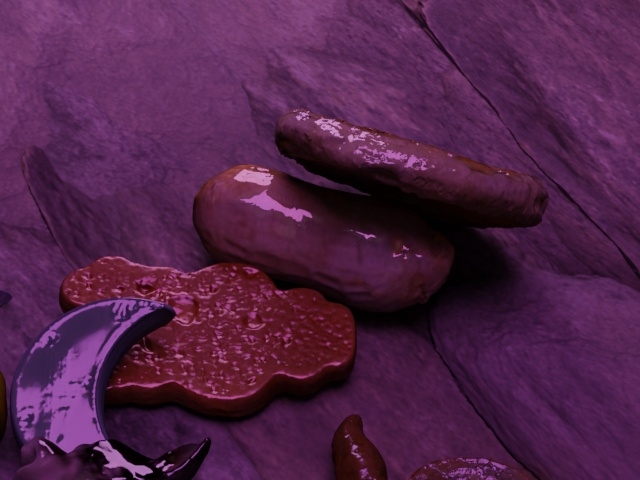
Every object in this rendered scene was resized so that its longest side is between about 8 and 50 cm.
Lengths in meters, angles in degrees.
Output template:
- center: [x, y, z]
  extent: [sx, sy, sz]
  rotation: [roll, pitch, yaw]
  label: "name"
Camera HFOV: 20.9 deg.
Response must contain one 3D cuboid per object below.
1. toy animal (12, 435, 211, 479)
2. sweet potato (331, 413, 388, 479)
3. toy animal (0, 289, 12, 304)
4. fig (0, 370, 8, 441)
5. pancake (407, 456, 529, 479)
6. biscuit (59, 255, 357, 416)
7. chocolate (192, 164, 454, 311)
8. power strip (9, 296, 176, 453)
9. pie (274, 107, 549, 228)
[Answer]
- center: [-0.146, 0.297, 1.585]
  extent: [0.344, 0.194, 0.303]
  rotation: [41, 46, 16]
  label: "toy animal"
- center: [0.053, 0.275, 1.733]
  extent: [0.067, 0.067, 0.274]
  rotation: [-3, 41, -13]
  label: "sweet potato"
- center: [-0.385, 0.055, 1.918]
  extent: [0.084, 0.028, 0.050]
  rotation: [-4, 53, -15]
  label: "toy animal"
- center: [-0.386, 0.162, 1.743]
  extent: [0.153, 0.121, 0.136]
  rotation: [42, 42, 1]
  label: "fig"
- center: [0.158, 0.281, 1.774]
  extent: [0.158, 0.028, 0.158]
  rotation: [6, 40, -5]
  label: "pancake"
- center: [-0.127, 0.107, 1.892]
  extent: [0.334, 0.047, 0.202]
  rotation: [2, 48, -4]
  label: "biscuit"
- center: [0.000, 0.000, 1.978]
  extent: [0.309, 0.134, 0.134]
  rotation: [14, 43, 12]
  label: "chocolate"
- center: [-0.233, 0.175, 1.766]
  extent: [0.168, 0.054, 0.253]
  rotation: [2, 60, 2]
  label: "power strip"
- center: [0.100, -0.080, 1.977]
  extent: [0.339, 0.339, 0.077]
  rotation: [18, 87, 10]
  label: "pie"
